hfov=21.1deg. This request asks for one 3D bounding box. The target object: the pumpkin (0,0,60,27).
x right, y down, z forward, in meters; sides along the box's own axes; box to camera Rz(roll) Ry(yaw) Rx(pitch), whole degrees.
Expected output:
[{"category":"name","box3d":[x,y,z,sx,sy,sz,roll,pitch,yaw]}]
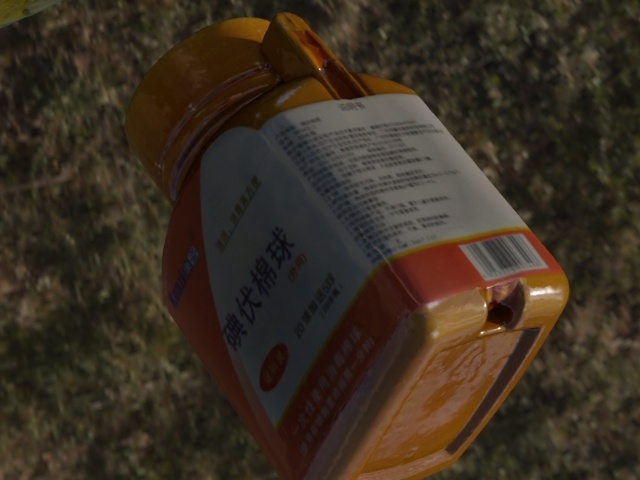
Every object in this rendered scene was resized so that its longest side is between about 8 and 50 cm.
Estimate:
[{"category":"pumpkin","box3d":[-0.244,-0.209,0.950,0.263,0.293,0.197,-22,93,-31]}]

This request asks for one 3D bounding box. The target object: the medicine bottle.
[{"category":"medicine bottle","box3d":[-0.001,0.000,0.843,0.112,0.222,0.149,-10,142,-40]}]
